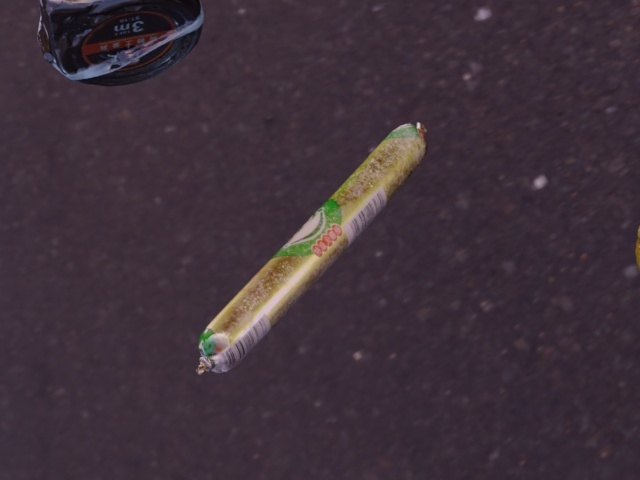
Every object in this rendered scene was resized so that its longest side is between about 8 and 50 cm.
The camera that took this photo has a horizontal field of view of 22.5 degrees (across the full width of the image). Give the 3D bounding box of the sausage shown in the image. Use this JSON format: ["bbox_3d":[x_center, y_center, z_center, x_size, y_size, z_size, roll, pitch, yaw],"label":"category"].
[{"bbox_3d":[0.000,0.000,1.052,0.033,0.269,0.033,25,140,23],"label":"sausage"}]

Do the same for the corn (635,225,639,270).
[{"bbox_3d":[0.383,0.063,1.528,0.120,0.363,0.120,-1,119,-2],"label":"corn"}]

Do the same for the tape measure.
[{"bbox_3d":[-0.222,-0.251,1.766,0.181,0.182,0.107,109,144,-60],"label":"tape measure"}]
